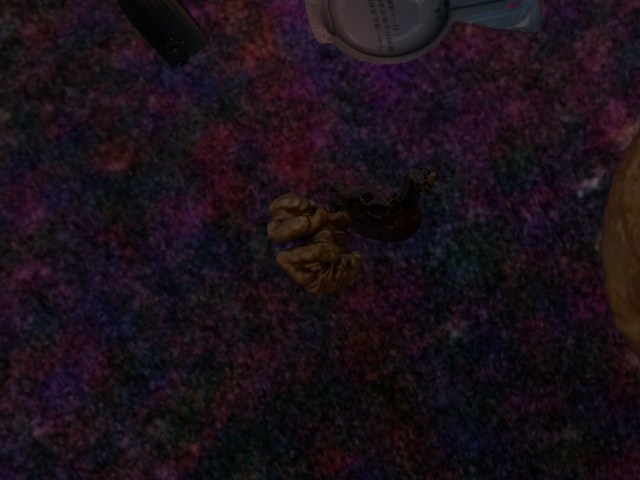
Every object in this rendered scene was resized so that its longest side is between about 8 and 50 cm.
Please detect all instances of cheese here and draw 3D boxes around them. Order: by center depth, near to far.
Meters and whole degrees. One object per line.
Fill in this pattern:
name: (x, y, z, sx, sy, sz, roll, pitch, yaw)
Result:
cheese: (0.101, -0.253, 0.994, 0.245, 0.135, 0.052, -7, 33, 19)

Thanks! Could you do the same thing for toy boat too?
toy boat: (-0.180, -0.251, 1.018, 0.055, 0.141, 0.060, -25, 43, 19)

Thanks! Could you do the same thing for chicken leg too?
chicken leg: (0.089, -0.047, 1.267, 0.051, 0.106, 0.253, -46, 14, -24)

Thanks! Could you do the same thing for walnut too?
walnut: (0.000, 0.000, 1.229, 0.069, 0.170, 0.143, -25, 77, 26)

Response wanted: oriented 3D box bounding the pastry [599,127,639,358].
pastry: (0.481, 0.007, 0.939, 0.409, 0.409, 0.245, -15, -2, 14)
